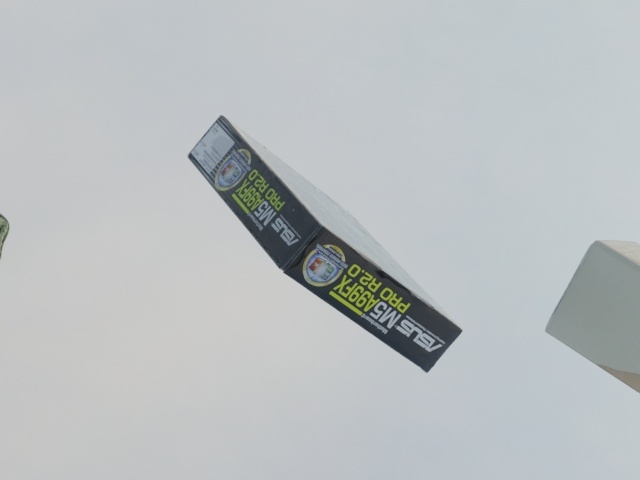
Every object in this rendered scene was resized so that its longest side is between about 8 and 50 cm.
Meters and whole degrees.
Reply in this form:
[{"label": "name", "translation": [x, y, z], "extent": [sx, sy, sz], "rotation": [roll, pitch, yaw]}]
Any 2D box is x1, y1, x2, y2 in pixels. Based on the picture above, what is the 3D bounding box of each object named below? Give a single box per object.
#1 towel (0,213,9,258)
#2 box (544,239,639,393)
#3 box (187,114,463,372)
[{"label": "towel", "translation": [-0.383, 0.051, 1.738], "extent": [0.027, 0.110, 0.148], "rotation": [23, -132, -22]}, {"label": "box", "translation": [0.418, 0.126, 1.713], "extent": [0.311, 0.121, 0.148], "rotation": [34, -164, 27]}, {"label": "box", "translation": [0.000, 0.000, 1.575], "extent": [0.060, 0.216, 0.270], "rotation": [-49, -144, 5]}]
